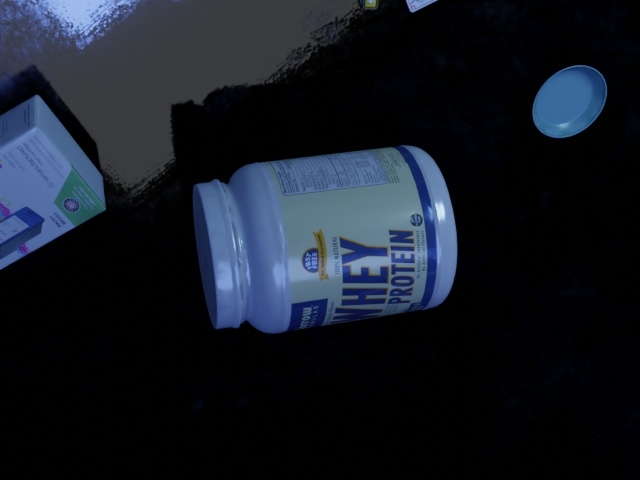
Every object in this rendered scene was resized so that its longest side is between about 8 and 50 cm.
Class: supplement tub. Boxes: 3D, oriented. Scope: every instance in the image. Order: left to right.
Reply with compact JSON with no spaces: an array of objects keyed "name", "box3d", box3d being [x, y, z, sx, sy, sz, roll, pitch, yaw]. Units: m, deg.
[{"name":"supplement tub","box3d":[0.000,0.000,1.278,0.325,0.235,0.235,-8,127,-12]}]

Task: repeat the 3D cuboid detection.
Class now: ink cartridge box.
[{"name":"ink cartridge box","box3d":[-0.409,-0.062,1.193,0.212,0.093,0.154,-28,129,5]}]

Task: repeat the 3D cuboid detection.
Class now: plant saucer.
[{"name":"plant saucer","box3d":[0.368,-0.210,1.381,0.119,0.021,0.119,-9,127,-12]}]

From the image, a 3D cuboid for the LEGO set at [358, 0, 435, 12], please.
[{"name":"LEGO set","box3d":[0.145,-0.384,1.156,0.244,0.060,0.182,-26,121,2]}]
